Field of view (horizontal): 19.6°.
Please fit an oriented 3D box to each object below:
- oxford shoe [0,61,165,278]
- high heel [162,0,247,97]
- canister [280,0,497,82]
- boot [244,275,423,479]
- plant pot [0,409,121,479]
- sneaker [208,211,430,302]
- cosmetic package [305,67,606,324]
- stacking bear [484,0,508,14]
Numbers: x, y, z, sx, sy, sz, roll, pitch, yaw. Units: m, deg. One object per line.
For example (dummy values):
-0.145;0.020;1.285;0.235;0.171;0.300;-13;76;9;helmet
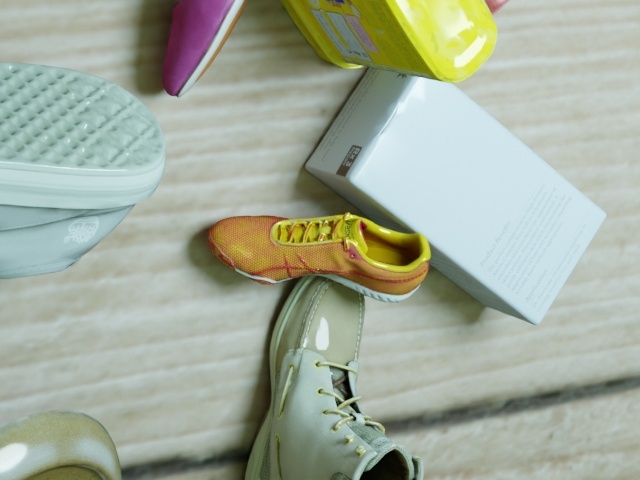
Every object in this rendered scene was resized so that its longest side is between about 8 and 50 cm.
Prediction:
-0.322;-0.053;1.225;0.449;0.169;0.130;6;133;-29;oxford shoe
-0.094;-0.233;1.365;0.117;0.082;0.244;24;102;-2;high heel
0.044;-0.181;1.384;0.073;0.170;0.126;-43;118;-15;canister
0.020;0.133;1.439;0.077;0.165;0.213;13;94;-31;boot
-0.225;0.230;1.331;0.236;0.032;0.236;-38;146;-31;plant pot
0.000;0.000;1.437;0.175;0.064;0.067;6;139;-11;sneaker
0.112;-0.040;1.505;0.231;0.085;0.117;38;81;-28;cosmetic package
0.081;-0.333;1.385;0.175;0.164;0.289;-35;110;26;stacking bear
